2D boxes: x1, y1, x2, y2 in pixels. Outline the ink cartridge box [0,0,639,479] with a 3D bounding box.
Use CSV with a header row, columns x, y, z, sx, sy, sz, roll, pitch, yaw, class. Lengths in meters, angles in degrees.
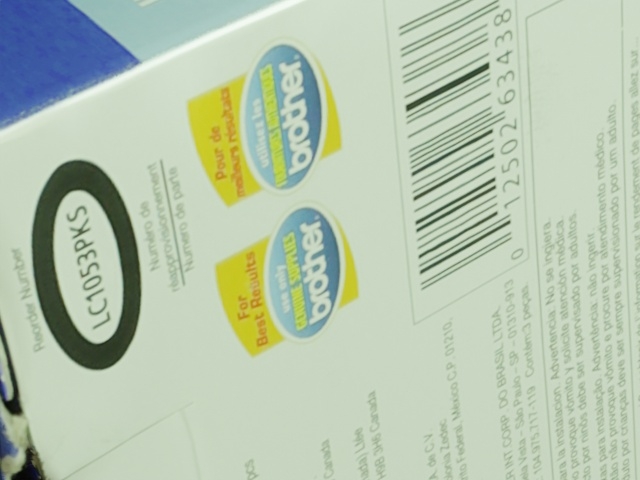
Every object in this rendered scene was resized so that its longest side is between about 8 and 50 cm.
x,y,z,sx,sy,sz,roll,pitch,yaw,class
0.000,0.000,0.581,0.395,0.151,0.270,-29,131,-27,ink cartridge box
